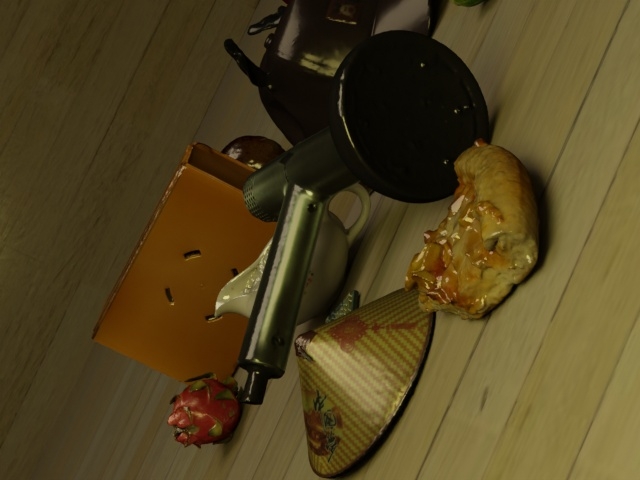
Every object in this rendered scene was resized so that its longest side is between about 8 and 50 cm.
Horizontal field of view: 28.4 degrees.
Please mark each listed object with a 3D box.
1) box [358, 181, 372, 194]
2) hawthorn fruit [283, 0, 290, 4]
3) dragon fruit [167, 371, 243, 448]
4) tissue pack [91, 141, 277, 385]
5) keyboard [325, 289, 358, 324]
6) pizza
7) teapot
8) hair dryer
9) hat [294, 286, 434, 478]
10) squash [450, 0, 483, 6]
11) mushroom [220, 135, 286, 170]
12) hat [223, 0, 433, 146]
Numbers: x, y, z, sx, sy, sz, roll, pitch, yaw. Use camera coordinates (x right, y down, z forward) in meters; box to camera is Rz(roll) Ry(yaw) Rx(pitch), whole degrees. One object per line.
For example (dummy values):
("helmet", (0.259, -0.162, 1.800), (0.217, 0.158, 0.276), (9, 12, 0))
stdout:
("box", (0.083, -0.117, 1.426), (0.133, 0.023, 0.090), (-45, 20, 53))
("hawthorn fruit", (-0.005, -0.450, 1.907), (0.230, 0.266, 0.210), (-59, 32, 35))
("dragon fruit", (-0.135, 0.205, 1.538), (0.081, 0.086, 0.116), (-13, 2, 29))
("tissue pack", (-0.157, 0.035, 1.690), (0.274, 0.194, 0.145), (-59, 14, 15))
("keyboard", (0.016, 0.121, 1.250), (0.055, 0.014, 0.176), (-51, 18, 33))
("pizza", (0.114, -0.002, 1.002), (0.182, 0.062, 0.161), (-85, 19, -54))
("teapot", (-0.019, 0.025, 1.387), (0.226, 0.092, 0.145), (-49, 21, 20))
("hair dryer", (0.021, 0.000, 1.206), (0.320, 0.155, 0.284), (-38, 52, 54))
("hat", (0.013, 0.106, 1.111), (0.193, 0.082, 0.193), (-54, 16, 24))
("squash", (0.200, -0.349, 1.332), (0.229, 0.066, 0.066), (-59, 14, 15))
("mushroom", (-0.104, -0.046, 1.860), (0.227, 0.148, 0.217), (-51, -3, 11))
("hat", (0.003, -0.275, 1.642), (0.336, 0.209, 0.238), (-50, 16, 41))
